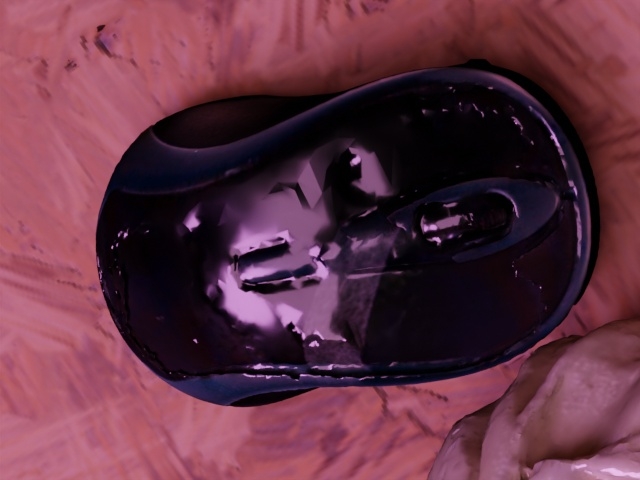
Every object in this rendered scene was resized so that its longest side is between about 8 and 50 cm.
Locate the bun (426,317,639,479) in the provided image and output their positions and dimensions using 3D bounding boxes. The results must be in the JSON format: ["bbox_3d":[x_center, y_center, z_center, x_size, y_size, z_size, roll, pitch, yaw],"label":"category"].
[{"bbox_3d":[0.119,0.150,0.741,0.160,0.259,0.259,30,120,-37],"label":"bun"}]

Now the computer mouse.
[{"bbox_3d":[0.000,0.000,0.804,0.233,0.096,0.137,-15,100,22],"label":"computer mouse"}]
